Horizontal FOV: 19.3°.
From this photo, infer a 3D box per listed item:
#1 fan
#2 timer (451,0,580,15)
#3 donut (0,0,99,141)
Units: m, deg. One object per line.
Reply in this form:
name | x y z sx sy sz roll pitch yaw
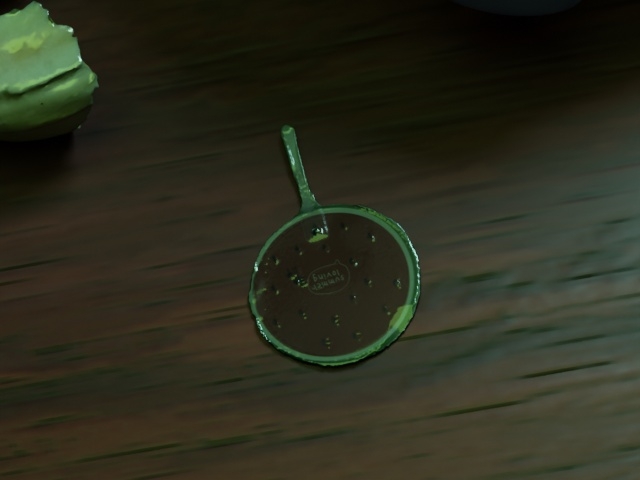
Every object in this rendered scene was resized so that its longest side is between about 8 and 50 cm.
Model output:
fan | 0.000 0.000 0.917 0.085 0.005 0.133 -19 65 1
timer | 0.107 -0.292 0.935 0.395 0.173 0.395 1 76 -3
donut | -0.179 -0.114 0.968 0.108 0.065 0.166 -21 64 0
